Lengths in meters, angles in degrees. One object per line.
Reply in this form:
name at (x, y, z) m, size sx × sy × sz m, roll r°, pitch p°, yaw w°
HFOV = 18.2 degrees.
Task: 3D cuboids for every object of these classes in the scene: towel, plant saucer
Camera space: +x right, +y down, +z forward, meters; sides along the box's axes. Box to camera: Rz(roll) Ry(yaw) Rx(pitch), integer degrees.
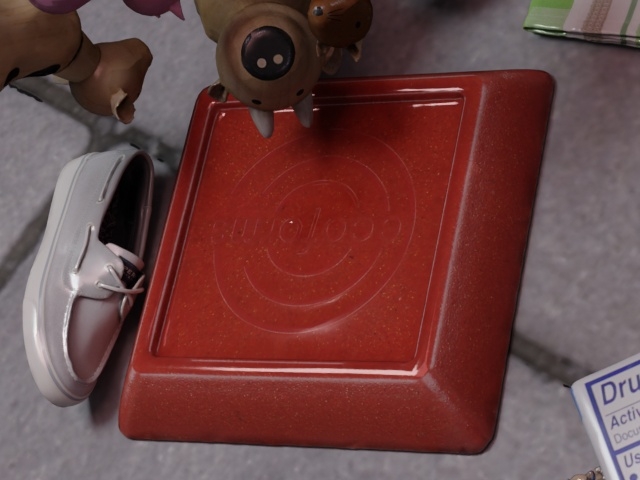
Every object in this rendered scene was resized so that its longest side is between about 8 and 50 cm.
towel at (0.212, -0.167, 1.247) m, size 0.152 × 0.023 × 0.113 m, roll 11°, pitch 67°, yaw 34°
plant saucer at (0.000, 0.000, 1.246) m, size 0.258 × 0.048 × 0.259 m, roll 0°, pitch 64°, yaw 27°

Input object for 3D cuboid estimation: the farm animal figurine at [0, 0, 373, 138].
farm animal figurine at (-0.069, -0.153, 1.243) m, size 0.330 × 0.172 × 0.327 m, roll -6°, pitch 19°, yaw 15°

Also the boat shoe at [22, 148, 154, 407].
boat shoe at (-0.142, 0.020, 1.299) m, size 0.063 × 0.066 × 0.184 m, roll -15°, pitch 47°, yaw 32°

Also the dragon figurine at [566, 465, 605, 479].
dragon figurine at (0.053, 0.229, 1.064) m, size 0.289 × 0.144 × 0.085 m, roll -49°, pitch 50°, yaw 24°

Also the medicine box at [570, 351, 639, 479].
medicine box at (0.299, 0.155, 0.940) m, size 0.264 × 0.149 × 0.289 m, roll -26°, pitch 54°, yaw 13°
